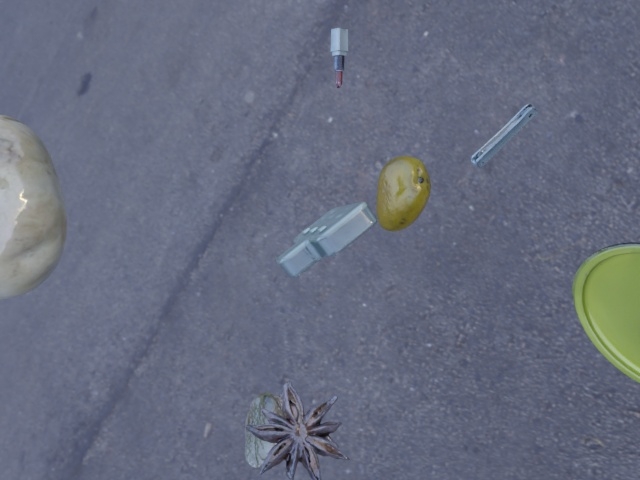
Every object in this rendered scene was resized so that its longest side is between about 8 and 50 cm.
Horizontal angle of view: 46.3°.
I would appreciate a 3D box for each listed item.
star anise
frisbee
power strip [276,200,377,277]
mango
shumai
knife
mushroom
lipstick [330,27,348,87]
[{"bbox_3d":[-0.046,0.354,1.369,0.065,0.182,0.195,123,141,-61],"label":"star anise"},{"bbox_3d":[0.413,0.099,0.896,0.017,0.236,0.236,-38,33,-31],"label":"frisbee"},{"bbox_3d":[0.000,-0.001,1.524,0.193,0.059,0.265,-38,7,-11],"label":"power strip"},{"bbox_3d":[0.185,-0.105,1.732,0.137,0.098,0.195,57,143,31],"label":"mango"},{"bbox_3d":[-0.116,0.479,1.897,0.201,0.120,0.201,-34,50,55],"label":"shumai"},{"bbox_3d":[0.357,-0.206,1.463,0.162,0.044,0.023,-44,57,3],"label":"knife"},{"bbox_3d":[-0.601,-0.051,1.235,0.314,0.336,0.315,4,95,53],"label":"mushroom"},{"bbox_3d":[0.034,-0.334,1.372,0.025,0.025,0.107,9,100,51],"label":"lipstick"}]
